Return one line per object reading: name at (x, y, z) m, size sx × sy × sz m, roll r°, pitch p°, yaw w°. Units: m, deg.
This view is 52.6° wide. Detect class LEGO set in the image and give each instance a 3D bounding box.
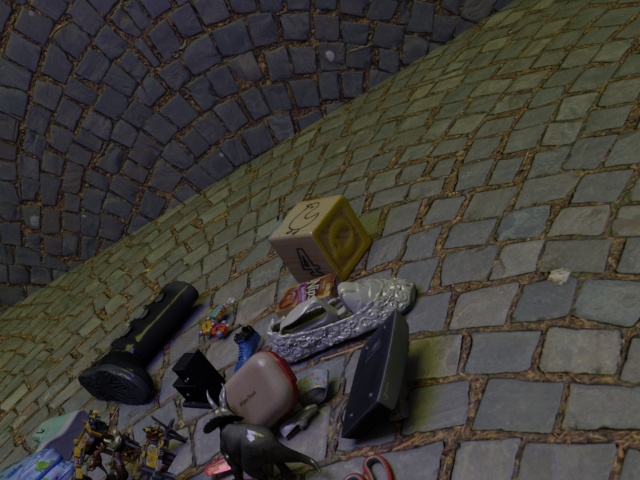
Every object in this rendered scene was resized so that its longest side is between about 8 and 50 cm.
LEGO set at (-0.450, 0.494, 1.507) m, size 0.192 × 0.254 × 0.331 m, roll -59°, pitch 10°, yaw 10°

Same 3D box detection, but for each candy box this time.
candy box at (-0.029, 0.163, 1.845) m, size 0.186 × 0.053 × 0.109 m, roll -19°, pitch 27°, yaw 28°

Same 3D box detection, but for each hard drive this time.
hard drive at (0.120, 0.281, 1.354) m, size 0.172 × 0.054 × 0.255 m, roll -56°, pitch 8°, yaw 38°

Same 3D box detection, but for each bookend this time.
bookend at (-0.346, 0.370, 1.731) m, size 0.156 × 0.157 × 0.072 m, roll -9°, pitch 34°, yaw 42°

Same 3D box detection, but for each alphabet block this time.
alphabet block at (0.000, 0.000, 1.940) m, size 0.197 × 0.193 × 0.192 m, roll -7°, pitch 37°, yaw 45°

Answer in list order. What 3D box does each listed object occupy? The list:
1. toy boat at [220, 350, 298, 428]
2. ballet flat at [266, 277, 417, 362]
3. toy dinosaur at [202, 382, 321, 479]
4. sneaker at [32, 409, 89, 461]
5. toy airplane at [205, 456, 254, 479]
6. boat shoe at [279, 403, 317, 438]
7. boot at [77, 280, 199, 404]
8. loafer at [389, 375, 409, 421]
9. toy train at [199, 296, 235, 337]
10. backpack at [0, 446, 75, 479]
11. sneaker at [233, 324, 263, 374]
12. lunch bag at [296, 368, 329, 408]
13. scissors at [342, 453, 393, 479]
toy boat at (-0.124, 0.354, 1.502) m, size 0.231 × 0.151 × 0.151 m, roll -46°, pitch -24°, yaw 29°
ballet flat at (0.041, 0.183, 1.624) m, size 0.408 × 0.147 × 0.147 m, roll -28°, pitch 25°, yaw 12°
toy dinosaur at (-0.141, 0.429, 1.330) m, size 0.121 × 0.160 × 0.313 m, roll -39°, pitch 31°, yaw -31°
sneaker at (-0.815, 0.617, 1.933) m, size 0.151 × 0.094 × 0.256 m, roll -18°, pitch 19°, yaw 20°
toy airplane at (-0.183, 0.503, 1.435) m, size 0.151 × 0.028 × 0.151 m, roll -22°, pitch 26°, yaw 11°
boat shoe at (-0.044, 0.405, 1.444) m, size 0.100 × 0.035 × 0.035 m, roll -33°, pitch 51°, yaw -7°
boot at (-0.541, 0.316, 2.119) m, size 0.366 × 0.146 × 0.445 m, roll -6°, pitch 32°, yaw 44°
loafer at (0.156, 0.319, 1.338) m, size 0.039 × 0.045 × 0.125 m, roll -32°, pitch 26°, yaw 21°
toy train at (-0.313, 0.257, 2.038) m, size 0.125 × 0.046 × 0.166 m, roll -21°, pitch 30°, yaw 24°
backpack at (-0.731, 0.659, 1.589) m, size 0.355 × 0.274 × 0.290 m, roll -8°, pitch 11°, yaw 26°
sneaker at (-0.215, 0.299, 1.784) m, size 0.058 × 0.085 × 0.152 m, roll -15°, pitch 30°, yaw 35°
lunch bag at (-0.013, 0.341, 1.495) m, size 0.083 × 0.053 × 0.071 m, roll -38°, pitch 21°, yaw 18°
scissors at (0.104, 0.485, 1.118) m, size 0.109 × 0.021 × 0.297 m, roll -32°, pitch 23°, yaw 1°
